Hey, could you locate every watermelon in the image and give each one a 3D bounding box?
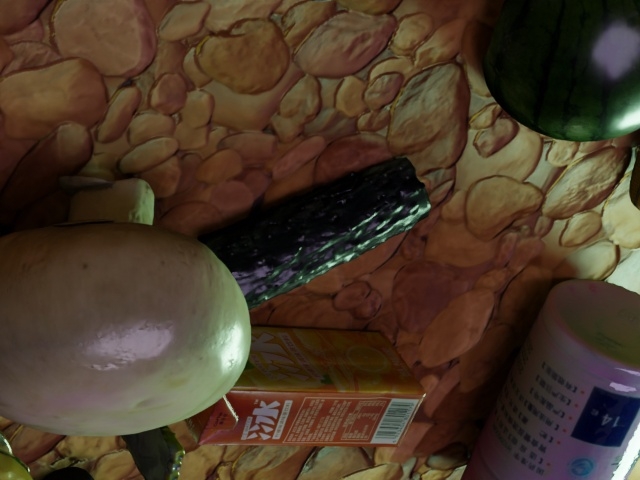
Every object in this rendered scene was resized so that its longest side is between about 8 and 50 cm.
[{"bbox_3d":[0.247,-0.160,1.684,0.204,0.127,0.232,-18,140,-22],"label":"watermelon"}]

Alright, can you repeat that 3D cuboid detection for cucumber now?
[{"bbox_3d":[0.001,0.000,1.718,0.211,0.062,0.078,-20,134,-14],"label":"cucumber"}]

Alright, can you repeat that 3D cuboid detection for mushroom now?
[{"bbox_3d":[-0.172,0.049,1.574,0.246,0.202,0.246,3,166,1],"label":"mushroom"}]

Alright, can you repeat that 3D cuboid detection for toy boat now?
[{"bbox_3d":[-0.150,0.169,1.735,0.016,0.115,0.063,-2,128,-29],"label":"toy boat"}]

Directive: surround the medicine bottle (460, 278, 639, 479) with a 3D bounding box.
[{"bbox_3d":[0.245,0.181,1.959,0.152,0.152,0.254,0,126,-32],"label":"medicine bottle"}]

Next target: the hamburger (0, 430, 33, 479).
[{"bbox_3d":[-0.319,0.224,1.679,0.162,0.115,0.162,-17,129,-22],"label":"hamburger"}]

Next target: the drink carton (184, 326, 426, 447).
[{"bbox_3d":[-0.024,0.131,1.794,0.223,0.096,0.071,4,125,-35],"label":"drink carton"}]

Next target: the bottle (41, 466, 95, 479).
[{"bbox_3d":[-0.202,0.302,1.849,0.082,0.072,0.244,-6,137,13],"label":"bottle"}]

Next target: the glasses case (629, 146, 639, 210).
[{"bbox_3d":[0.347,-0.124,1.818,0.079,0.064,0.234,-6,130,-36],"label":"glasses case"}]
